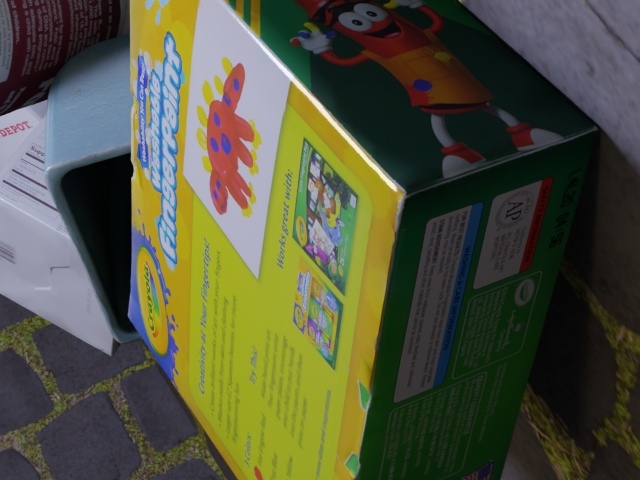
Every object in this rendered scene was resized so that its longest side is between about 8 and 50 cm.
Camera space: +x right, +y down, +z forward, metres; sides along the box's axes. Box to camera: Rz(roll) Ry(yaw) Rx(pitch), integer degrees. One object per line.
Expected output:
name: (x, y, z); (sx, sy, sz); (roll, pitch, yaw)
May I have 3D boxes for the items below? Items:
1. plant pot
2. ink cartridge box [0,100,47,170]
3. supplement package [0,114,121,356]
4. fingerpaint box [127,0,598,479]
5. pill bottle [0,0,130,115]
plant pot: (-0.138, -0.094, 1.451); (0.252, 0.247, 0.247); (-109, 3, -46)
ink cartridge box: (-0.346, -0.115, 2.017); (0.211, 0.121, 0.289); (-9, 132, 47)
supplement package: (-0.319, -0.002, 1.891); (0.204, 0.145, 0.262); (29, 149, 6)
fingerpaint box: (0.000, 0.000, 1.108); (0.371, 0.163, 0.444); (49, 147, 37)
pill bottle: (-0.347, -0.246, 1.505); (0.224, 0.392, 0.224); (8, 110, 23)
